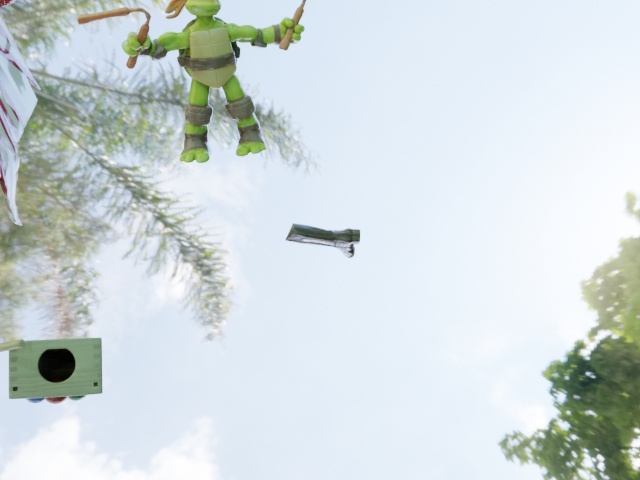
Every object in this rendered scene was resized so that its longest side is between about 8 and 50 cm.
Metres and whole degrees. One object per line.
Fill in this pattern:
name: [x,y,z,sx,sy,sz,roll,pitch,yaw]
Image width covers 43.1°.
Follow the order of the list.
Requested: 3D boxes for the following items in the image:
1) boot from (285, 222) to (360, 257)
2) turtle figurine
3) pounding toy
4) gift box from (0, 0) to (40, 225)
boot: [0.000,0.000,1.276,0.114,0.106,0.037,2,-110,-5]
turtle figurine: [-0.143,-0.207,0.973,0.269,0.087,0.217,-13,-65,-20]
pounding toy: [-0.420,0.190,1.162,0.206,0.181,0.094,0,-98,-18]
gift box: [-0.344,-0.123,0.584,0.258,0.255,0.276,-21,-58,0]
